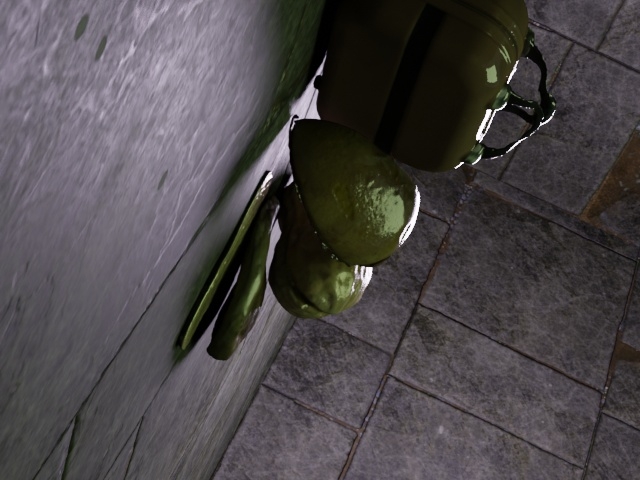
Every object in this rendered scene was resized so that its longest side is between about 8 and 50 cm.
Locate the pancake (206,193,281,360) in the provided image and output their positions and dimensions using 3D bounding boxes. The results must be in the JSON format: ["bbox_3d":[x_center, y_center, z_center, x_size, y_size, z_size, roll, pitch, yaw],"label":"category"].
[{"bbox_3d":[-0.090,0.050,1.618,0.242,0.050,0.242,-160,-90,-85],"label":"pancake"}]

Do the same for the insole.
[{"bbox_3d":[-0.112,0.023,1.495,0.081,0.011,0.248,103,12,-72],"label":"insole"}]

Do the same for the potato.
[{"bbox_3d":[0.058,-0.044,1.544,0.261,0.100,0.120,51,40,-45],"label":"potato"}]

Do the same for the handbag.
[{"bbox_3d":[0.143,-0.200,1.458,0.302,0.283,0.149,108,6,-65],"label":"handbag"}]

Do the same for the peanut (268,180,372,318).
[{"bbox_3d":[0.000,0.000,1.727,0.313,0.149,0.149,-96,-155,-56],"label":"peanut"}]
